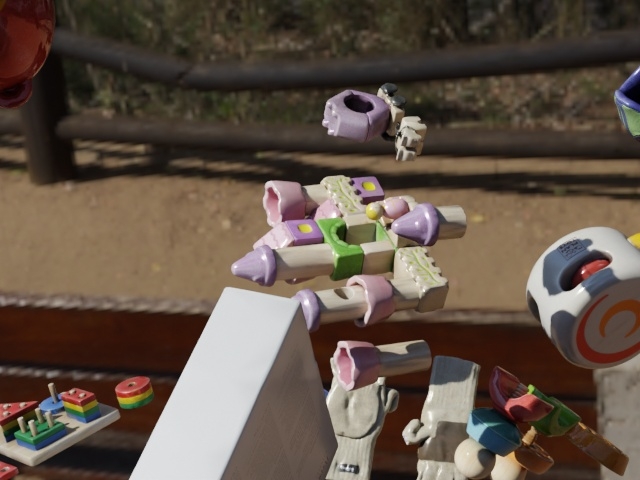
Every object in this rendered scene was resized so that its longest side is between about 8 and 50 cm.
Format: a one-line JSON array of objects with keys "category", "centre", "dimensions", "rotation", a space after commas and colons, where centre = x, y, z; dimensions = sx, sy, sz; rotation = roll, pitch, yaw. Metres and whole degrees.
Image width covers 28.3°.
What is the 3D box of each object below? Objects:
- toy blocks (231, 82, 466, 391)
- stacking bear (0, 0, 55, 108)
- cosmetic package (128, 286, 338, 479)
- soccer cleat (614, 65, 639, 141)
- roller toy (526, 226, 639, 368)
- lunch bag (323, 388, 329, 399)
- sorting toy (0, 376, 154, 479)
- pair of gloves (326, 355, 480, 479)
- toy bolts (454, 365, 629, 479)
[{"category": "toy blocks", "centre": [0.000, 0.000, 1.642], "dimensions": [0.260, 0.309, 0.288], "rotation": [-5, 40, -22]}, {"category": "stacking bear", "centre": [-0.205, -0.240, 0.898], "dimensions": [0.175, 0.289, 0.164], "rotation": [23, -8, -11]}, {"category": "cosmetic package", "centre": [-0.101, 0.283, 1.307], "dimensions": [0.097, 0.284, 0.377], "rotation": [9, 51, 21]}, {"category": "soccer cleat", "centre": [0.420, -0.211, 1.291], "dimensions": [0.289, 0.121, 0.093], "rotation": [-46, 43, 11]}, {"category": "roller toy", "centre": [0.418, 0.081, 1.926], "dimensions": [0.191, 0.209, 0.146], "rotation": [5, 31, -25]}, {"category": "lunch bag", "centre": [-0.025, 0.286, 2.135], "dimensions": [0.067, 0.065, 0.098], "rotation": [34, 57, 6]}, {"category": "sorting toy", "centre": [-0.350, 0.223, 1.587], "dimensions": [0.274, 0.046, 0.132], "rotation": [-28, 22, -37]}, {"category": "pair of gloves", "centre": [0.125, 0.276, 1.936], "dimensions": [0.240, 0.204, 0.042], "rotation": [2, -11, 0]}, {"category": "toy bolts", "centre": [0.306, 0.311, 1.860], "dimensions": [0.228, 0.158, 0.218], "rotation": [31, 5, -43]}]
